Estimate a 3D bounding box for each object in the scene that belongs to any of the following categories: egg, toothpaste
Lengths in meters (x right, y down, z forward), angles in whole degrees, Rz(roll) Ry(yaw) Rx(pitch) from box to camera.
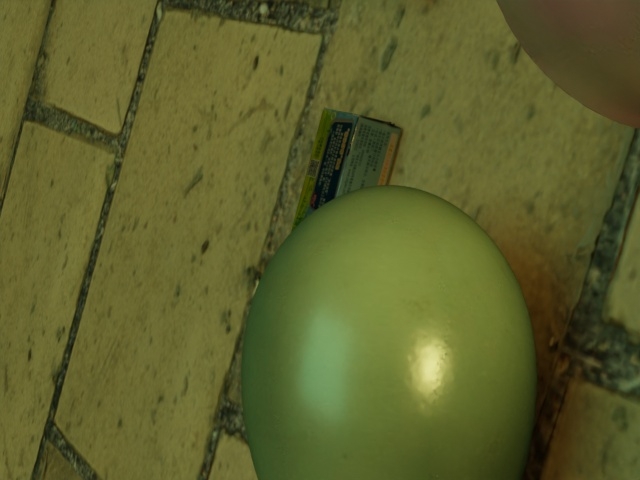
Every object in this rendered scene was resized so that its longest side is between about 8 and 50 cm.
[{"bbox_3d":[0.039,0.083,0.594,0.168,0.168,0.231,-14,73,51],"label":"egg"},{"bbox_3d":[0.000,0.000,0.776,0.070,0.044,0.193,20,96,53],"label":"toothpaste"}]

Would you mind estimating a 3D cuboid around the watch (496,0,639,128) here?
[{"bbox_3d":[0.169,-0.113,0.418,0.211,0.217,0.248,-177,103,-75],"label":"watch"}]
